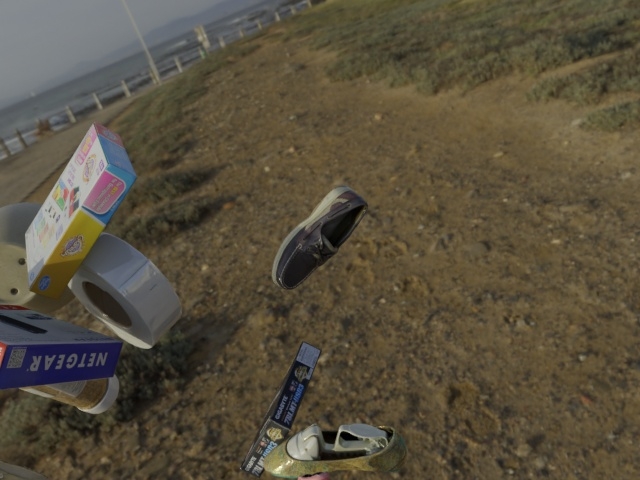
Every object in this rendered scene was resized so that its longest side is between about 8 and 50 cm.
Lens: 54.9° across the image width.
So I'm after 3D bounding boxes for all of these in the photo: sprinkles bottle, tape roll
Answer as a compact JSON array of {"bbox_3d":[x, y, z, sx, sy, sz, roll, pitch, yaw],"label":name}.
[{"bbox_3d":[-0.664,0.340,1.554,0.121,0.355,0.121,-10,59,18],"label":"sprinkles bottle"},{"bbox_3d":[-0.459,0.118,1.423,0.286,0.286,0.100,1,39,45],"label":"tape roll"}]

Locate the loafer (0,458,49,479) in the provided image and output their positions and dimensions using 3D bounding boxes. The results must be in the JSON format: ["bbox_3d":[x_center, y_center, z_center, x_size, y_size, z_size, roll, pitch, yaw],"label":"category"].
[{"bbox_3d":[-0.684,0.480,1.237,0.102,0.268,0.092,-33,35,43],"label":"loafer"}]

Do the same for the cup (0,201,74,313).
[{"bbox_3d":[-0.812,0.069,1.662,0.331,0.331,0.237,-26,12,-9],"label":"cup"}]

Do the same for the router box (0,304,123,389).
[{"bbox_3d":[-0.615,0.198,1.213,0.301,0.082,0.335,14,-4,17],"label":"router box"}]

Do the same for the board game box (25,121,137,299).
[{"bbox_3d":[-0.519,-0.069,1.311,0.317,0.064,0.242,-53,38,12],"label":"board game box"}]

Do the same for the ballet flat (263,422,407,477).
[{"bbox_3d":[0.029,0.489,1.465,0.348,0.123,0.123,-4,25,8],"label":"ballet flat"}]

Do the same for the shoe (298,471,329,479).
[{"bbox_3d":[-0.026,0.515,1.242,0.063,0.081,0.178,0,-24,-32],"label":"shoe"}]

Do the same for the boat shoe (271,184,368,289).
[{"bbox_3d":[0.000,0.000,1.412,0.285,0.103,0.092,-50,40,-5],"label":"boat shoe"}]

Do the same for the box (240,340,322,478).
[{"bbox_3d":[-0.111,0.486,1.773,0.073,0.296,0.293,27,41,2],"label":"box"}]
